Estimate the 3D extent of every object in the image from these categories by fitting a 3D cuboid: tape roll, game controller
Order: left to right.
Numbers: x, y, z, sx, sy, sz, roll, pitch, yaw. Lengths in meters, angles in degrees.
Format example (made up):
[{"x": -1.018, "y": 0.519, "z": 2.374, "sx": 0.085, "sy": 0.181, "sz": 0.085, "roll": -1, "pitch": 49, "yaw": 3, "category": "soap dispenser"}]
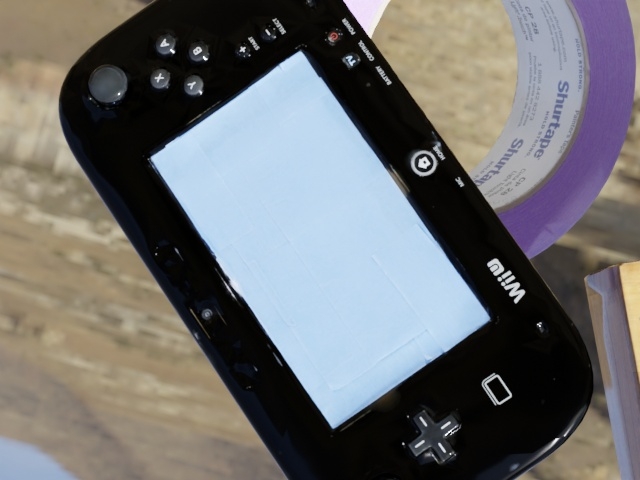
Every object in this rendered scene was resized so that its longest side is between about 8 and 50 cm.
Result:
[{"x": 0.000, "y": 0.000, "z": 0.883, "sx": 0.319, "sy": 0.166, "sz": 0.067, "roll": 55, "pitch": -170, "yaw": 10, "category": "game controller"}, {"x": 0.088, "y": -0.115, "z": 1.189, "sx": 0.275, "sy": 0.275, "sz": 0.090, "roll": 18, "pitch": 180, "yaw": -29, "category": "tape roll"}]

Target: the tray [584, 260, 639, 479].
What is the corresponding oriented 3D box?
[{"x": 0.378, "y": 0.086, "z": 0.982, "sx": 0.411, "sy": 0.203, "sz": 0.076, "roll": -8, "pitch": 173, "yaw": -9, "category": "tray"}]
